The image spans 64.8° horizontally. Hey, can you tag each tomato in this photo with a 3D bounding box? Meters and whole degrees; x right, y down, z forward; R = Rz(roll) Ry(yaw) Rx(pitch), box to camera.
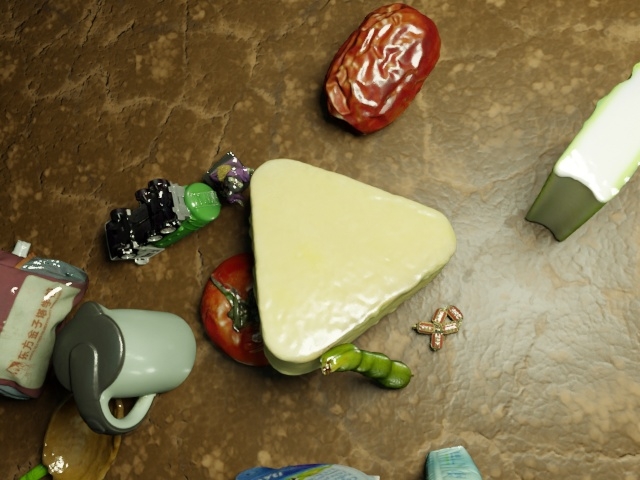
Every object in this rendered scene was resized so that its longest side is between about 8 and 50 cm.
[{"bbox_3d":[-0.129,0.123,0.950,0.228,0.101,0.227,-2,80,13],"label":"tomato"}]

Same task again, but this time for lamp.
[{"bbox_3d":[0.215,0.149,0.901,0.083,0.031,0.063,-42,74,-2],"label":"lamp"}]

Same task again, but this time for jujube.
[{"bbox_3d":[0.114,-0.326,0.963,0.174,0.174,0.250,36,98,18],"label":"jujube"}]

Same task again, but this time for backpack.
[{"bbox_3d":[-0.654,0.141,0.979,0.317,0.197,0.283,22,81,-22],"label":"backpack"}]

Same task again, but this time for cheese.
[{"bbox_3d":[0.001,-0.001,0.887,0.384,0.104,0.383,1,61,-2],"label":"cheese"}]

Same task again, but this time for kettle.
[{"bbox_3d":[-0.347,0.228,0.902,0.161,0.236,0.221,-6,76,11],"label":"kettle"}]

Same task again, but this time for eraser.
[{"bbox_3d":[0.429,-0.121,0.782,0.092,0.274,0.210,39,88,19],"label":"eraser"}]

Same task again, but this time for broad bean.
[{"bbox_3d":[0.080,0.204,0.814,0.052,0.256,0.052,-20,61,30],"label":"broad bean"}]

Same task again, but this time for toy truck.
[{"bbox_3d":[-0.312,-0.038,0.990,0.243,0.125,0.101,-25,75,32],"label":"toy truck"}]

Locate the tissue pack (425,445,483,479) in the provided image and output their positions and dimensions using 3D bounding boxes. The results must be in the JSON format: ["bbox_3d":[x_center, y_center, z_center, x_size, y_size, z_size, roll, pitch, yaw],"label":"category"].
[{"bbox_3d":[0.205,0.414,0.721,0.089,0.263,0.177,-12,76,7],"label":"tissue pack"}]

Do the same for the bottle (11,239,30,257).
[{"bbox_3d":[-0.687,0.105,1.103,0.060,0.060,0.217,15,80,16],"label":"bottle"}]

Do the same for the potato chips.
[{"bbox_3d":[-0.459,0.380,0.992,0.150,0.049,0.201,7,77,9],"label":"potato chips"}]

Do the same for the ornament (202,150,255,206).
[{"bbox_3d":[-0.159,-0.114,0.956,0.081,0.203,0.088,-46,108,-5],"label":"ornament"}]

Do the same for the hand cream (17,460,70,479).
[{"bbox_3d":[-0.556,0.459,1.012,0.122,0.023,0.036,-33,69,0],"label":"hand cream"}]

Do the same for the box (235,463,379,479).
[{"bbox_3d":[-0.043,0.499,0.795,0.291,0.263,0.206,-12,84,49],"label":"box"}]
